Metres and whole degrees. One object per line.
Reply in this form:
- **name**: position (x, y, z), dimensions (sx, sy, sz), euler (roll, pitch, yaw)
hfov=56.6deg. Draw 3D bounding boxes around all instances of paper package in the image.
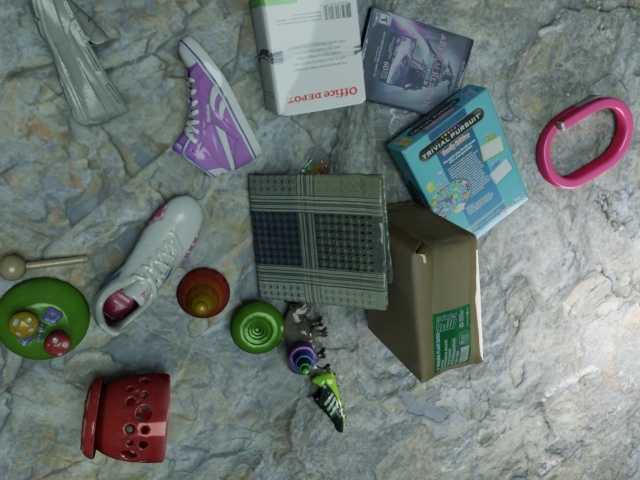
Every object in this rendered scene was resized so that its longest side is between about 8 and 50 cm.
- **paper package**: position (0.224, 0.106, 1.378), dimensions (0.168, 0.309, 0.324), euler (-14, 112, -16)

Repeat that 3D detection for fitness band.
- **fitness band**: position (0.711, -0.262, 1.591), dimensions (0.291, 0.054, 0.209), euler (-30, 115, -9)

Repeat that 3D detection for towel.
- **towel**: position (0.000, 0.000, 1.308), dimensions (0.324, 0.056, 0.312), euler (4, 110, 22)

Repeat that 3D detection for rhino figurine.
- **rhino figurine**: position (-0.039, 0.221, 1.445), dimensions (0.106, 0.073, 0.243), euler (-10, 108, -13)

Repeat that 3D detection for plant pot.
- **plant pot**: position (-0.420, 0.382, 1.292), dimensions (0.174, 0.191, 0.191), euler (7, 104, -15)

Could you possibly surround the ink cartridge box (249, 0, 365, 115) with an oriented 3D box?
- **ink cartridge box**: position (-0.027, -0.410, 1.223), dimensions (0.199, 0.115, 0.272), euler (-13, 111, -16)

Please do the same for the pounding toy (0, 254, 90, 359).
- **pounding toy**: position (-0.562, 0.152, 1.200), dimensions (0.183, 0.110, 0.236), euler (2, 106, -22)

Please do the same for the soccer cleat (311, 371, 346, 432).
- **soccer cleat**: position (0.021, 0.423, 1.547), dimensions (0.072, 0.060, 0.178), euler (-15, 105, -6)

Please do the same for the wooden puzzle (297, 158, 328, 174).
- **wooden puzzle**: position (-0.020, -0.155, 1.368), dimensions (0.049, 0.006, 0.083), euler (40, 90, -27)

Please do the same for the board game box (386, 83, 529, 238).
- **board game box**: position (0.343, -0.165, 1.451), dimensions (0.254, 0.079, 0.336), euler (-37, 121, -7)

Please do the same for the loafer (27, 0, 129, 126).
- **loafer**: position (-0.446, -0.369, 1.084), dimensions (0.112, 0.112, 0.319), euler (-23, 121, -19)

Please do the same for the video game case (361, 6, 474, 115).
- **video game case**: position (0.212, -0.399, 1.370), dimensions (0.274, 0.026, 0.196), euler (8, 104, -22)

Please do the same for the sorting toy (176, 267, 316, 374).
- **sorting toy**: position (-0.159, 0.200, 1.323), dimensions (0.366, 0.126, 0.127), euler (35, 95, -13)

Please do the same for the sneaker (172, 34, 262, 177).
- **sneaker**: position (-0.246, -0.255, 1.199), dimensions (0.161, 0.102, 0.282), euler (-30, 115, -7)

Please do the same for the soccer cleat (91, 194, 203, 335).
- **soccer cleat**: position (-0.348, 0.058, 1.234), dimensions (0.116, 0.143, 0.331), euler (36, 91, -27)
